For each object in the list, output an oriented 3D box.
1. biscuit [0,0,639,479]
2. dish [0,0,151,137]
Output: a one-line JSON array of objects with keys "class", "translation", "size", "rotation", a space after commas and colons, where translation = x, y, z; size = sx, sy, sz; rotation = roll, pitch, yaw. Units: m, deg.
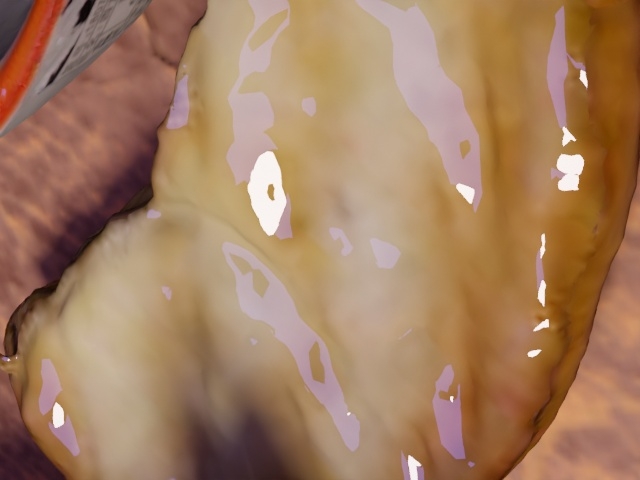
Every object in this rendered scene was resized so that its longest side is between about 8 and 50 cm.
[{"class": "biscuit", "translation": [0.004, 0.002, 0.501], "size": [0.154, 0.045, 0.299], "rotation": [44, 132, 11]}, {"class": "dish", "translation": [-0.107, -0.153, 0.449], "size": [0.256, 0.117, 0.256], "rotation": [18, 125, 29]}]
